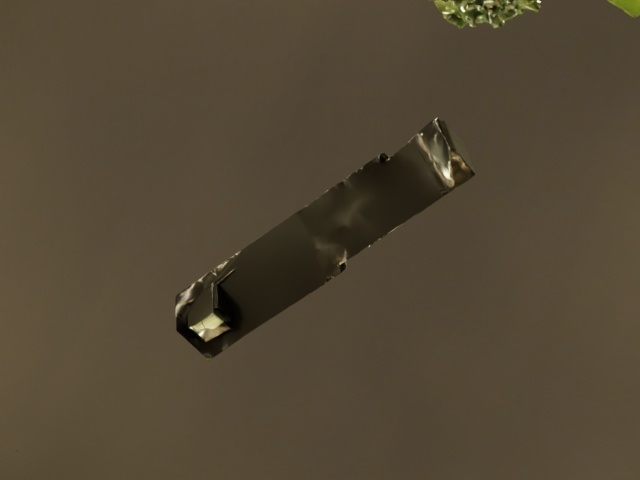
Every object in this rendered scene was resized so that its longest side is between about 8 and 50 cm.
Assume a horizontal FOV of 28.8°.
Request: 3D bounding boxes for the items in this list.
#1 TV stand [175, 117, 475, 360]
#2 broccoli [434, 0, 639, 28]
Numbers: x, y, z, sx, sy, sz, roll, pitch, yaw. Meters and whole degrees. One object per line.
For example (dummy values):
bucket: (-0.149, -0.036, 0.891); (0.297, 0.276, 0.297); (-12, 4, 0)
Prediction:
TV stand: (0.000, 0.000, 0.946); (0.256, 0.049, 0.040); (-34, -59, 16)
broccoli: (0.192, -0.299, 1.099); (0.397, 0.275, 0.353); (50, -129, -24)
